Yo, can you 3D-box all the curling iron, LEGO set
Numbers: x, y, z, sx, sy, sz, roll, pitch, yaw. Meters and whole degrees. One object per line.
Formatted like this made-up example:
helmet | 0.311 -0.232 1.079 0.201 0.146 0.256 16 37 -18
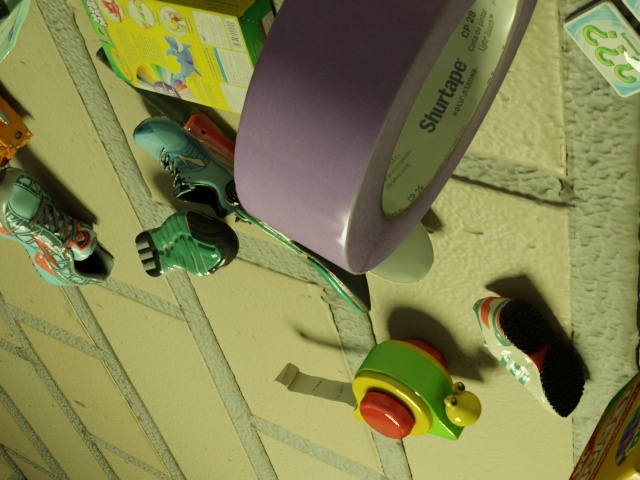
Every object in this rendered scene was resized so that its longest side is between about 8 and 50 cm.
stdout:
curling iron | -0.143 -0.119 1.110 0.274 0.068 0.035 45 160 -7
LEGO set | 0.293 -0.080 0.694 0.244 0.060 0.182 47 153 -14

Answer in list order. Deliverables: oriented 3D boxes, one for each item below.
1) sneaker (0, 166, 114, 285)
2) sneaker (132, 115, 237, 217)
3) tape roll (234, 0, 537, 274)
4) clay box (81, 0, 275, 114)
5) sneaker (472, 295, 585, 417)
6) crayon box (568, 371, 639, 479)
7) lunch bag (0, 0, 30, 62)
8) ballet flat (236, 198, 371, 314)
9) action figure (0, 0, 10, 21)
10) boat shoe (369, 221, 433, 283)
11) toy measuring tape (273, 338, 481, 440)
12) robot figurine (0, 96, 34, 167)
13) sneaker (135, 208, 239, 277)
sneaker | -0.391 -0.020 1.487 0.125 0.104 0.262 8 152 23
sneaker | -0.155 -0.084 1.155 0.162 0.073 0.063 32 150 10
tape roll | 0.055 -0.116 0.684 0.090 0.275 0.275 30 149 16
clay box | -0.137 -0.202 0.999 0.222 0.053 0.127 20 145 32
sneaker | 0.217 0.118 1.054 0.161 0.057 0.075 52 164 -23
crayon box | 0.307 0.183 0.887 0.081 0.202 0.319 33 148 11
lunch bag | -0.466 -0.281 1.154 0.223 0.160 0.262 43 166 -14
ballet flat | 0.000 0.000 1.095 0.203 0.074 0.074 41 151 -20
action figure | -0.292 -0.360 0.847 0.341 0.178 0.330 59 159 15
boat shoe | 0.026 -0.040 1.031 0.219 0.078 0.070 40 -175 -6
toy measuring tape | 0.052 0.169 1.233 0.330 0.121 0.121 7 137 42
robot figurine | -0.537 -0.217 1.381 0.291 0.085 0.211 47 148 -13
sneaker | -0.144 -0.006 1.235 0.223 0.098 0.083 -4 104 55
